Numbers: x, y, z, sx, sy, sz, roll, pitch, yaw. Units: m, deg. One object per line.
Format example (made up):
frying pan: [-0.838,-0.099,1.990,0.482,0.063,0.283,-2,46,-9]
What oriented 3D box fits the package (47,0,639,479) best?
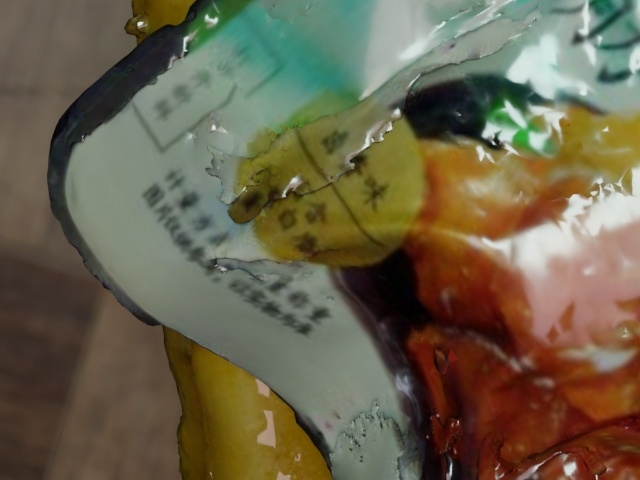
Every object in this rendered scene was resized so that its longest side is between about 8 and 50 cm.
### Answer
package: [0.066,-0.019,0.307,0.232,0.040,0.166,-34,90,17]

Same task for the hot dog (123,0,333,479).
hot dog: [0.002,0.001,0.379,0.087,0.061,0.286,-2,107,2]
